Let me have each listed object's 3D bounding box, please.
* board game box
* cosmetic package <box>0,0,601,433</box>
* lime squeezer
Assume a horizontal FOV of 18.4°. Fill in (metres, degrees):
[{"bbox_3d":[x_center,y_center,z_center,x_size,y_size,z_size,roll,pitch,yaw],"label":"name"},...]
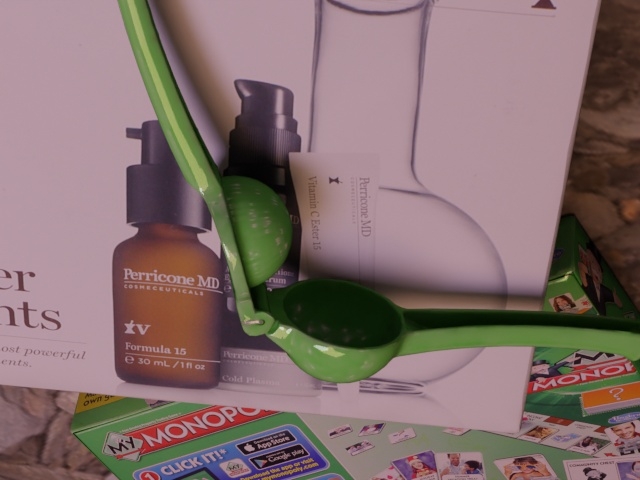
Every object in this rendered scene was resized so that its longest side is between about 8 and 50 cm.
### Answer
[{"bbox_3d":[0.047,0.115,1.135,0.317,0.046,0.213,-19,129,25],"label":"board game box"},{"bbox_3d":[-0.078,-0.054,0.889,0.377,0.097,0.284,5,131,1],"label":"cosmetic package"},{"bbox_3d":[0.000,0.000,0.828,0.310,0.059,0.110,36,126,-24],"label":"lime squeezer"}]
